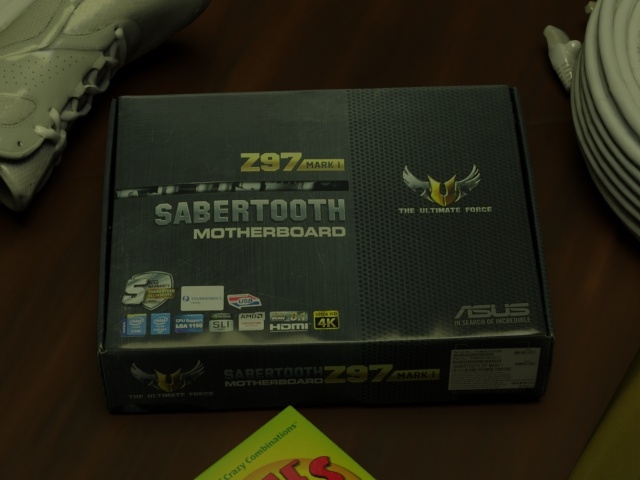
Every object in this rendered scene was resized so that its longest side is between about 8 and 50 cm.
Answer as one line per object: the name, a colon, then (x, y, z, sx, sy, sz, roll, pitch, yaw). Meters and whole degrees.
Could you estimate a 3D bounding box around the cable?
cable: (0.271, -0.078, 1.005, 0.257, 0.089, 0.257, -5, 50, -5)

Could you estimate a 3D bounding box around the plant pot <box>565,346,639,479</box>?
plant pot: (0.233, 0.081, 0.805, 0.212, 0.187, 0.212, 23, 53, 19)

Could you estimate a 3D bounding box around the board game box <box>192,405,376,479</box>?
board game box: (0.015, 0.167, 0.824, 0.092, 0.043, 0.181, -36, 59, -27)

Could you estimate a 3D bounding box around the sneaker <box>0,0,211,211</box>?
sneaker: (-0.164, -0.078, 1.009, 0.262, 0.099, 0.121, -29, 63, -14)

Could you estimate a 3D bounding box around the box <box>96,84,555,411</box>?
box: (0.000, 0.000, 0.955, 0.233, 0.059, 0.183, -1, 48, -1)
